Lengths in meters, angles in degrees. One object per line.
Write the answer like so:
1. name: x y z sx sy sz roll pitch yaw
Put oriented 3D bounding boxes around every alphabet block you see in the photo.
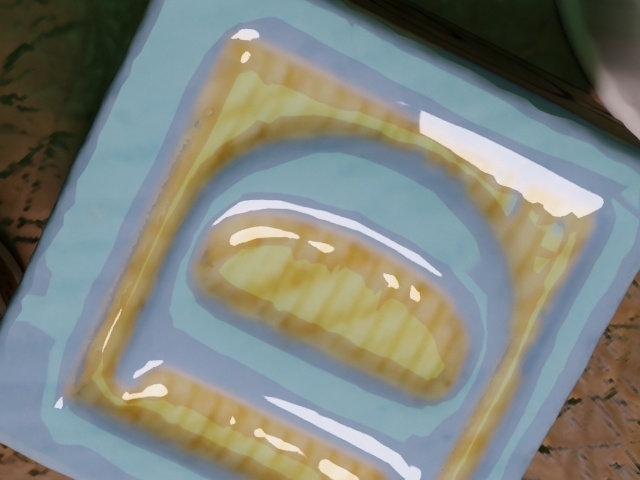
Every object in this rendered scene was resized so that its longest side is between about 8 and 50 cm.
1. alphabet block: 0.000 0.000 0.593 0.192 0.197 0.193 27 102 -6

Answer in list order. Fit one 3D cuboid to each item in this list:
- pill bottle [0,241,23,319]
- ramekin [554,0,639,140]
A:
1. pill bottle: -0.197 0.064 0.594 0.131 0.229 0.131 0 103 0
2. ramekin: 0.235 -0.127 0.591 0.277 0.135 0.277 0 103 1
